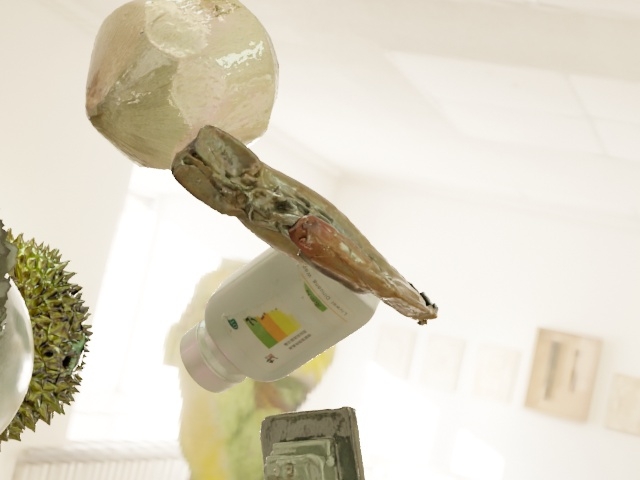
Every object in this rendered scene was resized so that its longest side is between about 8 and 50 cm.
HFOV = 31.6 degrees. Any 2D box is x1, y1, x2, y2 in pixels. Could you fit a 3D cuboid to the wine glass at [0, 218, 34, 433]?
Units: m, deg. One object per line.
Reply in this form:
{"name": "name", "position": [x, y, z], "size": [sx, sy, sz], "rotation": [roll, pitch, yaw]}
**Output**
{"name": "wine glass", "position": [-0.297, 0.062, 0.802], "size": [0.190, 0.190, 0.357], "rotation": [14, -19, -12]}

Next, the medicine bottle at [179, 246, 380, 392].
{"name": "medicine bottle", "position": [-0.063, 0.103, 1.589], "size": [0.296, 0.161, 0.111], "rotation": [-33, 11, 29]}

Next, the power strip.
{"name": "power strip", "position": [-0.027, 0.334, 1.565], "size": [0.064, 0.198, 0.213], "rotation": [0, -13, -43]}

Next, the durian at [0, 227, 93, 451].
{"name": "durian", "position": [-0.383, 0.115, 1.312], "size": [0.224, 0.291, 0.291], "rotation": [10, -5, 11]}

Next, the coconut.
{"name": "coconut", "position": [-0.170, -0.182, 1.324], "size": [0.224, 0.224, 0.234], "rotation": [9, 18, 38]}

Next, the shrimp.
{"name": "shrimp", "position": [-0.001, 0.001, 0.879], "size": [0.253, 0.058, 0.173], "rotation": [33, 5, -38]}
